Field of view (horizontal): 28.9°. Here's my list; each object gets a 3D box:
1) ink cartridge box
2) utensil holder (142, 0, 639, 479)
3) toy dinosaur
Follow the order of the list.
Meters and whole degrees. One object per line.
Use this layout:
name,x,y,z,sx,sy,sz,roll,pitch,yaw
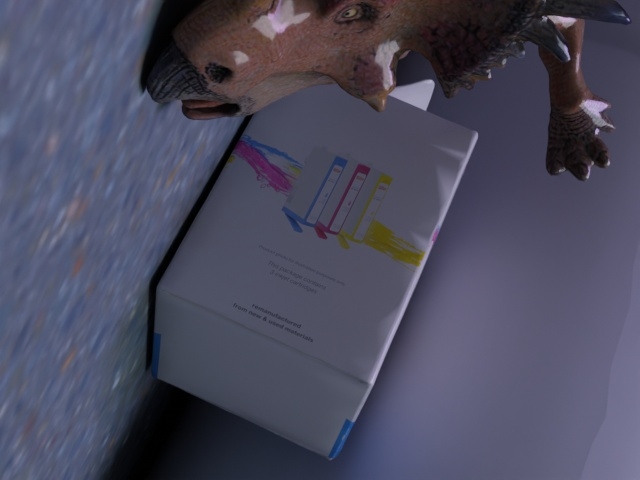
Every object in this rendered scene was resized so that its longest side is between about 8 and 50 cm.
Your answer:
ink cartridge box,0.000,0.000,0.527,0.092,0.089,0.143,107,8,-60
utensil holder,0.096,0.098,0.722,0.385,0.327,0.328,-61,174,-28
toy dinosaur,0.067,-0.146,0.406,0.200,0.127,0.296,59,49,-76
